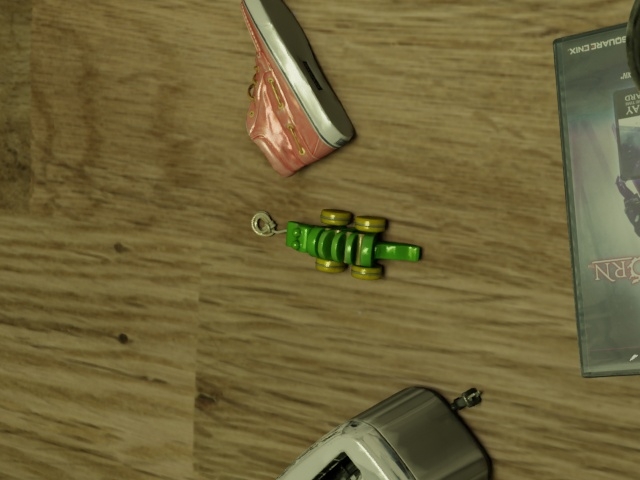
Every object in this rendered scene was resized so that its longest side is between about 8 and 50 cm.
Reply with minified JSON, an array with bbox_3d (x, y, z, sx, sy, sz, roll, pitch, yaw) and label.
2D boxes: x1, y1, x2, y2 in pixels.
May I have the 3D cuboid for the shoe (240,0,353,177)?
[{"bbox_3d":[-0.045,-0.149,1.040,0.081,0.063,0.178,-32,82,25],"label":"shoe"}]

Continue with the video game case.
[{"bbox_3d":[0.281,-0.040,0.840,0.196,0.026,0.274,-8,79,32],"label":"video game case"}]

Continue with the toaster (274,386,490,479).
[{"bbox_3d":[0.045,0.223,0.975,0.227,0.146,0.129,-46,72,27],"label":"toaster"}]

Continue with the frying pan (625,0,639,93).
[{"bbox_3d":[0.263,-0.163,0.815,0.326,0.053,0.197,11,75,40],"label":"frying pan"}]

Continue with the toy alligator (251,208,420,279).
[{"bbox_3d":[0.000,0.000,1.035,0.189,0.051,0.056,11,101,31],"label":"toy alligator"}]
